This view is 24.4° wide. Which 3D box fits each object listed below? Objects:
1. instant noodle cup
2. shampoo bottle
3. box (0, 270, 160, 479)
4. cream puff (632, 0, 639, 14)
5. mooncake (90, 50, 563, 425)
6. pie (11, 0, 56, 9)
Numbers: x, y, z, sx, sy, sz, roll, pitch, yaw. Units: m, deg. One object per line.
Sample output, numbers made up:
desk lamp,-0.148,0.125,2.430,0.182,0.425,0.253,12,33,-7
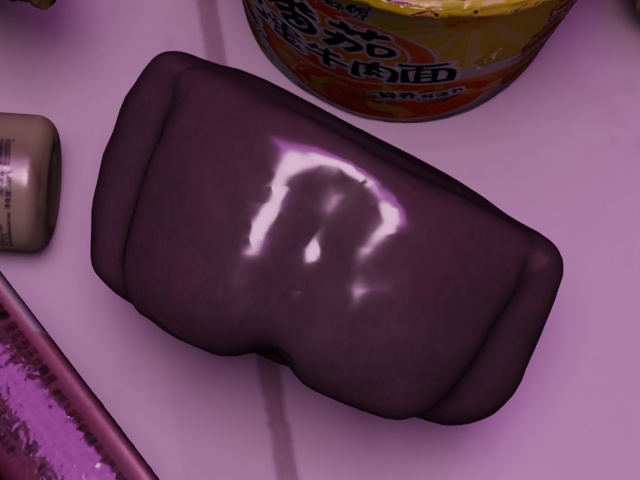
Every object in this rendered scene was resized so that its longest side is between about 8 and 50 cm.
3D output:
instant noodle cup,0.056,-0.196,0.847,0.264,0.200,0.264,1,69,-3
shampoo bottle,-0.230,-0.036,0.832,0.162,0.079,0.079,4,69,-2
box,-0.129,0.116,0.763,0.069,0.120,0.224,-36,77,-12
cream puff,0.313,-0.257,0.859,0.291,0.257,0.324,-18,72,-10
mooncake,0.000,0.000,0.757,0.245,0.245,0.133,22,91,4
pie,-0.329,-0.296,0.730,0.395,0.418,0.180,8,59,36
